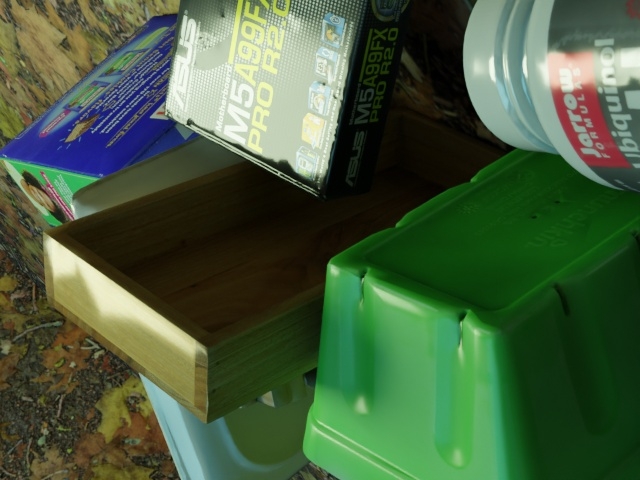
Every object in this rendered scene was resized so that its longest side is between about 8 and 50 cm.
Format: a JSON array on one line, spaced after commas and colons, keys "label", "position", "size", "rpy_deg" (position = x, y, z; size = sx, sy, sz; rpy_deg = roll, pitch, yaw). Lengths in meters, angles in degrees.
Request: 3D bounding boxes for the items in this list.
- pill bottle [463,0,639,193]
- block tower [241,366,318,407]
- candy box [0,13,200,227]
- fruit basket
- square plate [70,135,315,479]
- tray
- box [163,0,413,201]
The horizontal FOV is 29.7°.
[{"label": "pill bottle", "position": [0.234, -0.112, 0.699], "size": [0.318, 0.176, 0.176], "rpy_deg": [9, 137, 57]}, {"label": "block tower", "position": [0.057, 0.062, 1.105], "size": [0.091, 0.335, 0.097], "rpy_deg": [6, 110, 58]}, {"label": "candy box", "position": [-0.167, -0.124, 1.296], "size": [0.317, 0.268, 0.122], "rpy_deg": [12, 143, 56]}, {"label": "fruit basket", "position": [0.179, 0.123, 0.947], "size": [0.283, 0.392, 0.392], "rpy_deg": [22, 148, 46]}, {"label": "square plate", "position": [-0.032, 0.050, 1.155], "size": [0.049, 0.344, 0.347], "rpy_deg": [-2, 113, 50]}, {"label": "tray", "position": [0.000, 0.000, 1.014], "size": [0.203, 0.411, 0.076], "rpy_deg": [30, 128, 37]}, {"label": "box", "position": [-0.026, -0.196, 1.006], "size": [0.216, 0.060, 0.270], "rpy_deg": [30, 118, 36]}]
